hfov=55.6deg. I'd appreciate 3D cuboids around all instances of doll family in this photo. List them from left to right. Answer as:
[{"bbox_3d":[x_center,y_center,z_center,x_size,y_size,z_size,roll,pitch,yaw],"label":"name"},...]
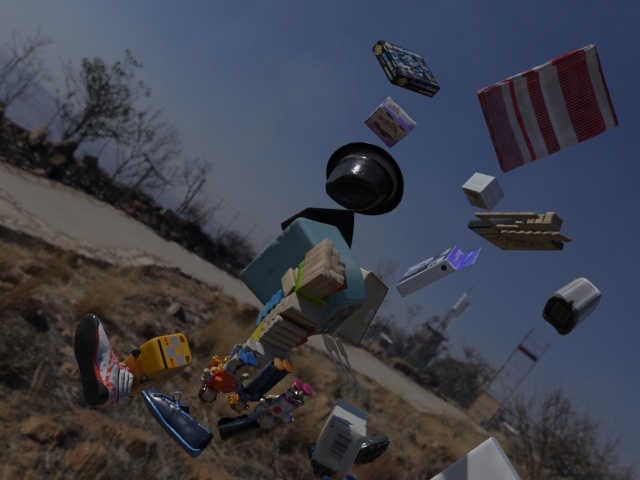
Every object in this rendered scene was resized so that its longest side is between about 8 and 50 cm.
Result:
[{"bbox_3d":[-0.153,0.301,1.287,0.263,0.163,0.118,37,18,-33],"label":"doll family"}]

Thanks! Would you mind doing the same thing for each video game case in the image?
[{"bbox_3d":[0.755,-0.021,2.357,0.248,0.035,0.274,27,-17,-35],"label":"video game case"}]

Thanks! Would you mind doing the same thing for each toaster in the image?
[{"bbox_3d":[0.905,0.229,2.181,0.129,0.146,0.227,48,-20,30],"label":"toaster"}]

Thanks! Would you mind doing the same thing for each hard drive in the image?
[{"bbox_3d":[0.485,0.794,1.920,0.040,0.307,0.203,18,35,-46],"label":"hard drive"}]

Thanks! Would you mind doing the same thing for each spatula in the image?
[{"bbox_3d":[0.084,0.486,2.446,0.168,0.019,0.242,0,-63,59],"label":"spatula"}]

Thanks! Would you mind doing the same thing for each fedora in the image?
[{"bbox_3d":[0.140,-0.209,2.288,0.333,0.152,0.334,15,-57,26],"label":"fedora"}]

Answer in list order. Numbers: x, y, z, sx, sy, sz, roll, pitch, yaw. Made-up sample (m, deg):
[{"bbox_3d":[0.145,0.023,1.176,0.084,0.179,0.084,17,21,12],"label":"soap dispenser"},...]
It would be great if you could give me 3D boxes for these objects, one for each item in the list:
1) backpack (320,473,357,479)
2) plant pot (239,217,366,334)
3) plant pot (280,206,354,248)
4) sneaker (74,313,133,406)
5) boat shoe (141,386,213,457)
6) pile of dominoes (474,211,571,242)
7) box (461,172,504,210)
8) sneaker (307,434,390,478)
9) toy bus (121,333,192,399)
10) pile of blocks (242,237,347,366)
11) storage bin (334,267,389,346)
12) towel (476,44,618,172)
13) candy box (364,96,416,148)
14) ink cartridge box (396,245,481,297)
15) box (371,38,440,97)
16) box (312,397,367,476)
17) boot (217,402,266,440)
[{"bbox_3d":[0.064,0.743,1.577,0.276,0.213,0.263,25,-27,40],"label":"backpack"},{"bbox_3d":[-0.020,0.122,1.682,0.252,0.247,0.247,54,18,21],"label":"plant pot"},{"bbox_3d":[0.000,0.000,2.010,0.187,0.167,0.188,1,-17,-33],"label":"plant pot"},{"bbox_3d":[-0.633,0.355,1.787,0.145,0.090,0.270,31,39,-62],"label":"sneaker"},{"bbox_3d":[-0.405,0.505,1.726,0.258,0.089,0.109,40,-34,21],"label":"boat shoe"},{"bbox_3d":[0.645,-0.055,1.922,0.196,0.040,0.251,29,-14,-32],"label":"pile of dominoes"},{"bbox_3d":[0.594,-0.178,2.218,0.102,0.087,0.101,52,-13,-32],"label":"box"},{"bbox_3d":[0.086,0.620,1.824,0.106,0.267,0.101,55,-38,42],"label":"sneaker"},{"bbox_3d":[-0.535,0.400,1.881,0.130,0.332,0.108,-5,66,-43],"label":"toy bus"},{"bbox_3d":[-0.048,0.163,1.423,0.112,0.362,0.149,31,21,-23],"label":"pile of blocks"},{"bbox_3d":[0.116,0.237,2.250,0.123,0.262,0.260,25,-9,30],"label":"storage bin"},{"bbox_3d":[0.607,-0.349,1.620,0.037,0.328,0.237,-90,158,-75],"label":"towel"},{"bbox_3d":[0.294,-0.498,2.578,0.165,0.070,0.196,44,-18,-5],"label":"candy box"},{"bbox_3d":[0.317,0.067,1.614,0.045,0.208,0.206,62,21,0],"label":"ink cartridge box"},{"bbox_3d":[0.299,-0.595,2.106,0.220,0.051,0.175,4,53,-41],"label":"box"},{"bbox_3d":[0.053,0.483,1.516,0.094,0.113,0.275,28,-2,7],"label":"box"},{"bbox_3d":[-0.301,0.708,2.390,0.246,0.207,0.094,137,-61,-81],"label":"boot"}]
